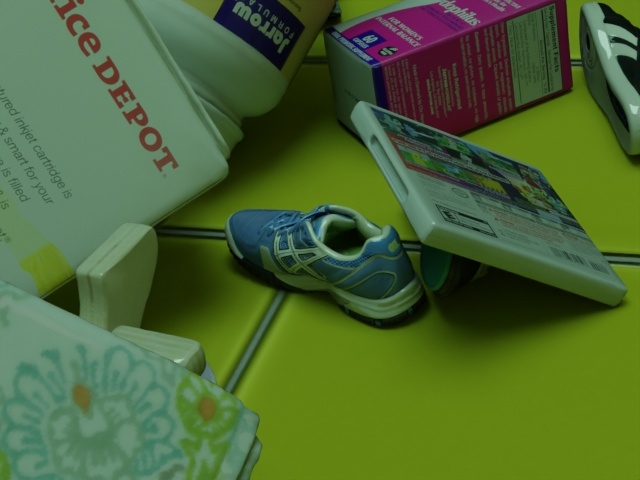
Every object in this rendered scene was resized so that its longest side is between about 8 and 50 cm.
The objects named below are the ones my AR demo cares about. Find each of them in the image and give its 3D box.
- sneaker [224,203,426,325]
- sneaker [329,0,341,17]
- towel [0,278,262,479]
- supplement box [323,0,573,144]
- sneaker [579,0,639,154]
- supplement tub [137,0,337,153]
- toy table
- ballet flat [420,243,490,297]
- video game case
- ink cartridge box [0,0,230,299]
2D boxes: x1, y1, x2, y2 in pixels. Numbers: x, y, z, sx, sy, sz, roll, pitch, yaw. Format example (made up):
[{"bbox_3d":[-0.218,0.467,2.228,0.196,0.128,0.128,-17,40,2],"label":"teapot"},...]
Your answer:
[{"bbox_3d":[0.000,0.000,1.155,0.211,0.081,0.080,17,45,37],"label":"sneaker"},{"bbox_3d":[-0.066,-0.283,1.555,0.153,0.101,0.268,5,35,27],"label":"sneaker"},{"bbox_3d":[-0.239,0.169,0.748,0.375,0.090,0.320,28,62,-13],"label":"towel"},{"bbox_3d":[0.130,-0.181,1.348,0.220,0.113,0.111,-22,35,-17],"label":"supplement box"},{"bbox_3d":[0.329,-0.162,1.300,0.121,0.079,0.216,-8,43,-1],"label":"sneaker"},{"bbox_3d":[-0.101,-0.270,1.328,0.241,0.241,0.331,24,83,40],"label":"supplement tub"},{"bbox_3d":[-0.183,0.122,0.969,0.252,0.160,0.274,1,36,18],"label":"toy table"},{"bbox_3d":[0.118,-0.011,1.151,0.074,0.074,0.203,-12,30,0],"label":"ballet flat"},{"bbox_3d":[0.135,-0.031,1.095,0.201,0.023,0.183,17,28,-29],"label":"video game case"},{"bbox_3d":[-0.309,-0.070,1.095,0.385,0.279,0.160,-33,11,-11],"label":"ink cartridge box"}]
